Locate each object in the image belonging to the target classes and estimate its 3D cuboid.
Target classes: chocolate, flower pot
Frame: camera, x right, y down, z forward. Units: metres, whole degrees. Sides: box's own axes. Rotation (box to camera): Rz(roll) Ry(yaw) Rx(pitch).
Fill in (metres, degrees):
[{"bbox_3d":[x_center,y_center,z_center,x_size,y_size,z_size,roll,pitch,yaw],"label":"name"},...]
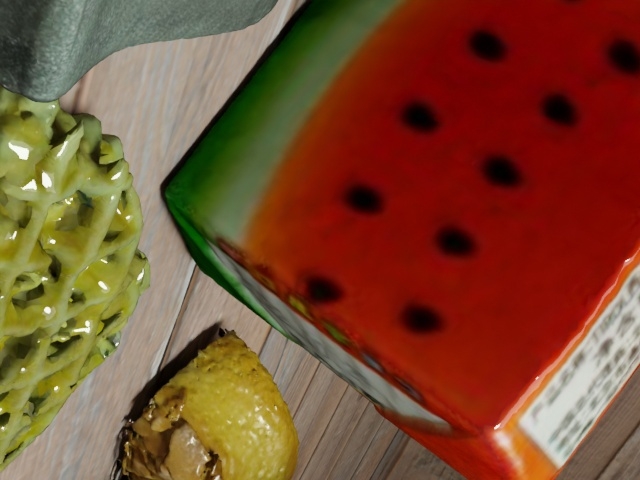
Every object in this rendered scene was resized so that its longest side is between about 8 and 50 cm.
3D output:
[{"bbox_3d":[0.109,-0.052,0.853,0.360,0.341,0.161,-52,155,-5],"label":"chocolate"},{"bbox_3d":[-0.075,-0.150,0.507,0.229,0.103,0.108,-35,156,-54],"label":"flower pot"}]

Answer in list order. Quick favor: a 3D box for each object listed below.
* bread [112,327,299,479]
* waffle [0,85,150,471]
[{"bbox_3d":[-0.101,0.219,1.158,0.160,0.147,0.261,-41,160,-33],"label":"bread"},{"bbox_3d":[-0.201,0.062,0.643,0.297,0.073,0.317,-49,164,-17],"label":"waffle"}]
